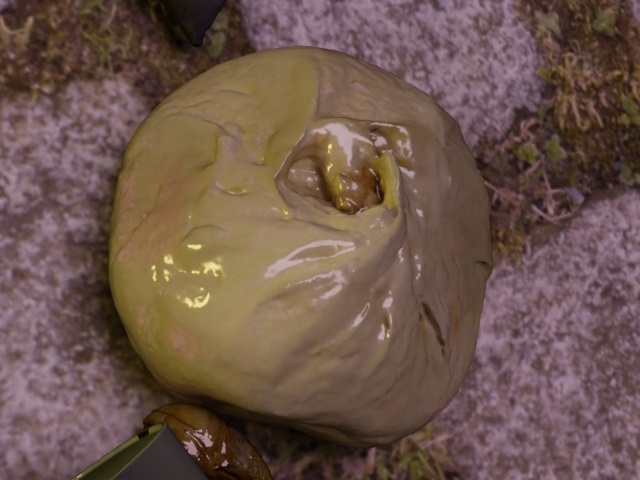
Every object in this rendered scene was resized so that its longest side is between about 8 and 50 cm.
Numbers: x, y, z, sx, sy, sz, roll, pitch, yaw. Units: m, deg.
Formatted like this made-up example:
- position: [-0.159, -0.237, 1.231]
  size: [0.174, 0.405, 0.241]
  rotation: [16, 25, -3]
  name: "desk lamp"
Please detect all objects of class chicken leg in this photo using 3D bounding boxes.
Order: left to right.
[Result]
- position: [-0.075, 0.200, 1.497]
  size: [0.178, 0.093, 0.070]
  rotation: [38, 12, -24]
  name: "chicken leg"

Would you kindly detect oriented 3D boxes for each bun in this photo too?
- position: [0.000, 0.000, 1.534]
  size: [0.361, 0.213, 0.361]
  rotation: [12, 63, -26]
  name: "bun"

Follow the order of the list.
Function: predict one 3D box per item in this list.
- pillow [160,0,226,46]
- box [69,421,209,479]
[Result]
- position: [-0.107, -0.317, 1.664]
  size: [0.186, 0.106, 0.250]
  rotation: [44, 57, -19]
  name: "pillow"
- position: [-0.155, 0.255, 1.318]
  size: [0.226, 0.226, 0.149]
  rotation: [-39, 93, -37]
  name: "box"
